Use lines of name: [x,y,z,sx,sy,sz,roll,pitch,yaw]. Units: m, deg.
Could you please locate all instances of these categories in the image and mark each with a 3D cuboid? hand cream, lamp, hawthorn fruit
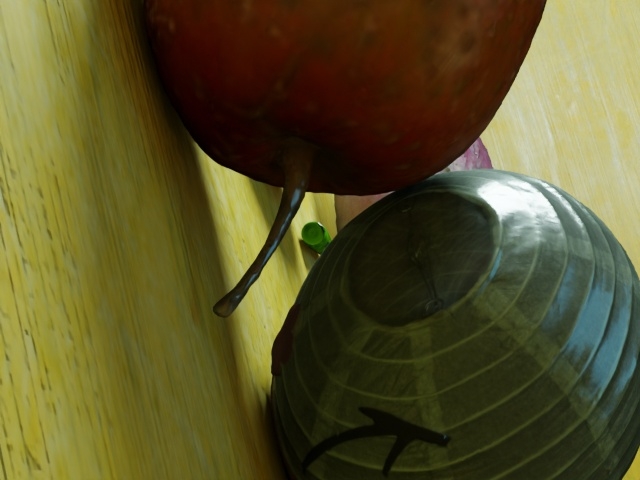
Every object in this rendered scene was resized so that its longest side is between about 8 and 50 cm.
hand cream: [0.000,0.000,1.130,0.036,0.023,0.122,63,3,8]
lamp: [0.087,0.086,0.724,0.265,0.233,0.233,-80,156,-46]
hawthorn fruit: [0.007,-0.133,0.696,0.235,0.263,0.231,-2,35,-48]

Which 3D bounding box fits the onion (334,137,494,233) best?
onion: [0.128,-0.071,1.356,0.267,0.159,0.348,66,31,-61]
